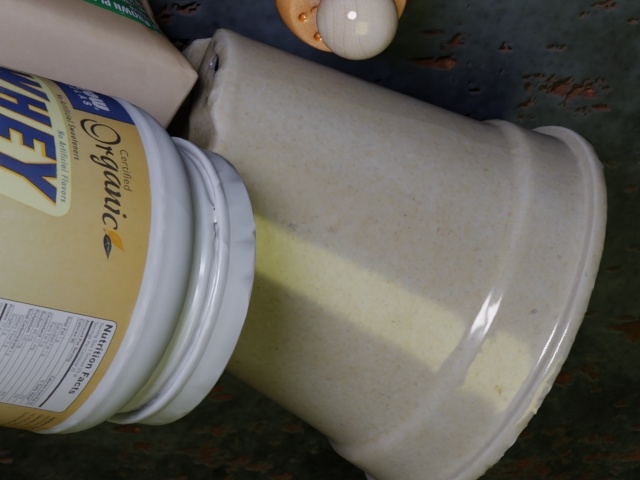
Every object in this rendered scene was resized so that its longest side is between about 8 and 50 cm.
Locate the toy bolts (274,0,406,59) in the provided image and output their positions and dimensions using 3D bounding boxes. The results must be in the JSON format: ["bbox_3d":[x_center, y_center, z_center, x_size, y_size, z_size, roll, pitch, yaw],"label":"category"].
[{"bbox_3d":[0.012,-0.259,1.397,0.218,0.158,0.228,-44,126,16],"label":"toy bolts"}]

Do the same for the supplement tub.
[{"bbox_3d":[-0.223,0.000,1.238,0.316,0.228,0.228,14,120,-34],"label":"supplement tub"}]

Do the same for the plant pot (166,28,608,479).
[{"bbox_3d":[0.000,0.000,1.511,0.305,0.334,0.334,26,115,-19],"label":"plant pot"}]

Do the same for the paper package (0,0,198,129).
[{"bbox_3d":[-0.308,-0.094,1.391,0.325,0.168,0.309,18,118,-35],"label":"paper package"}]
